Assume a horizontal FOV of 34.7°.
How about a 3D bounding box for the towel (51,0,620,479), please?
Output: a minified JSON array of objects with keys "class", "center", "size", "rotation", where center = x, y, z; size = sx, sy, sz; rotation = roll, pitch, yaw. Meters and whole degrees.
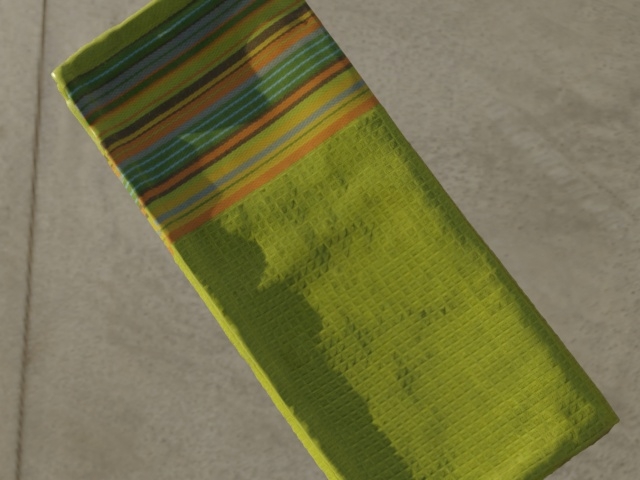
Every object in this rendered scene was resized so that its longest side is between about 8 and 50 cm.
[{"class":"towel","center":[0.000,0.000,0.388],"size":[0.102,0.021,0.237],"rotation":[-37,79,3]}]
